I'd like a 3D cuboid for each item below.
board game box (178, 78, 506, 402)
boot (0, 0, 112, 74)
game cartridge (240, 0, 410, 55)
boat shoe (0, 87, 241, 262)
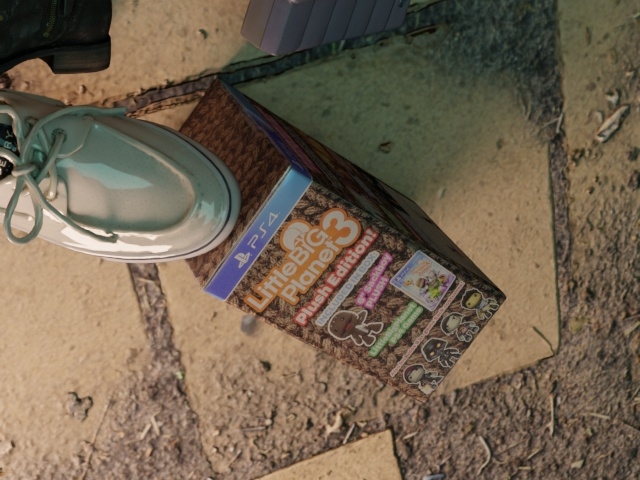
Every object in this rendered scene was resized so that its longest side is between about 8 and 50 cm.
[{"bbox_3d":[0.000,0.000,1.291,0.291,0.232,0.141,30,102,-31],"label":"board game box"},{"bbox_3d":[-0.265,-0.262,1.116,0.263,0.091,0.229,-11,122,-45],"label":"boot"},{"bbox_3d":[0.058,-0.340,1.145,0.230,0.068,0.355,-30,146,-54],"label":"game cartridge"},{"bbox_3d":[-0.252,-0.071,1.092,0.367,0.156,0.136,19,93,7],"label":"boat shoe"}]
